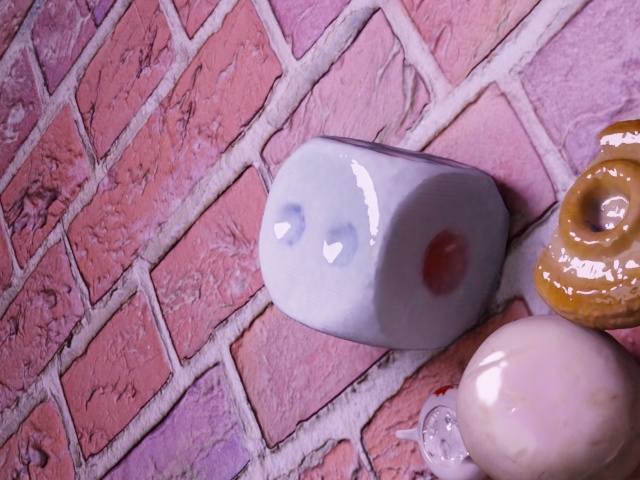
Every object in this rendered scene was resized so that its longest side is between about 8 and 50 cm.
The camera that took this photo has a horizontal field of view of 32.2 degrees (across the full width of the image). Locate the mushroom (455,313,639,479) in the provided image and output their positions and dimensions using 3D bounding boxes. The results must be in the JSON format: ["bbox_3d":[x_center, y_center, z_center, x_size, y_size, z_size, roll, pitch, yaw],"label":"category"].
[{"bbox_3d":[0.298,0.221,1.437,0.246,0.202,0.246,-2,69,5],"label":"mushroom"}]

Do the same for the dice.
[{"bbox_3d":[0.088,-0.002,1.611,0.262,0.268,0.265,21,104,46],"label":"dice"}]

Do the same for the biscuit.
[{"bbox_3d":[0.390,-0.021,1.356,0.213,0.091,0.274,13,72,45],"label":"biscuit"}]

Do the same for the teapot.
[{"bbox_3d":[0.196,0.281,1.602,0.226,0.092,0.145,-16,74,55],"label":"teapot"}]
